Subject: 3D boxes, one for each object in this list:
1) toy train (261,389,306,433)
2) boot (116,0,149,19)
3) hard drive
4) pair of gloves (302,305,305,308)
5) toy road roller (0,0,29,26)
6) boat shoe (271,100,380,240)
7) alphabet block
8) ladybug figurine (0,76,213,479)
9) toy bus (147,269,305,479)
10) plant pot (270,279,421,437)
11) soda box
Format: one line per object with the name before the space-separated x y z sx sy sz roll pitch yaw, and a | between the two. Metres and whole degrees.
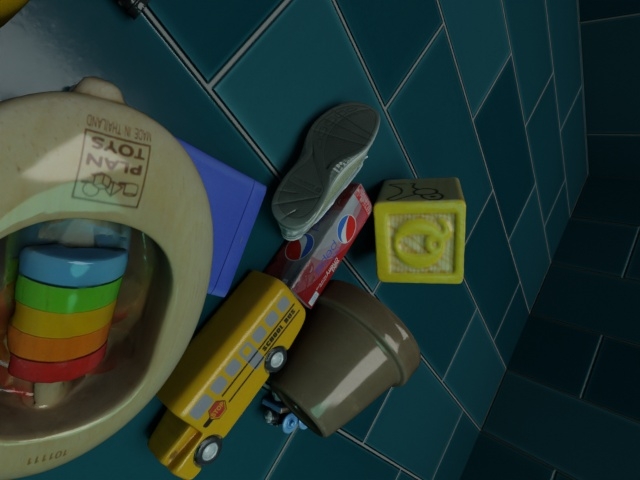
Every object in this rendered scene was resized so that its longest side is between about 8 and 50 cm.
toy train | -0.046 0.355 0.902 0.184 0.080 0.105 15 81 -45
boot | -0.248 -0.356 0.512 0.099 0.045 0.121 39 71 -39
hard drive | -0.239 -0.048 0.608 0.318 0.040 0.210 25 83 -47
pair of gloves | -0.023 0.103 0.899 0.083 0.010 0.074 -37 128 -32
toy road roller | -0.359 -0.190 0.323 0.240 0.202 0.330 -12 108 -44
boat shoe | 0.013 -0.143 0.805 0.320 0.118 0.103 -60 172 -19
alphabet block | 0.230 -0.029 0.943 0.197 0.192 0.193 -56 142 -63
ladybug figurine | -0.285 0.047 0.443 0.305 0.162 0.449 10 110 -45
toy bus | -0.167 0.221 0.709 0.333 0.108 0.130 -51 132 -23
plant pot | 0.026 0.246 0.812 0.229 0.263 0.263 -43 129 -26
soda box | 0.000 0.000 0.832 0.263 0.092 0.083 -56 135 -19
